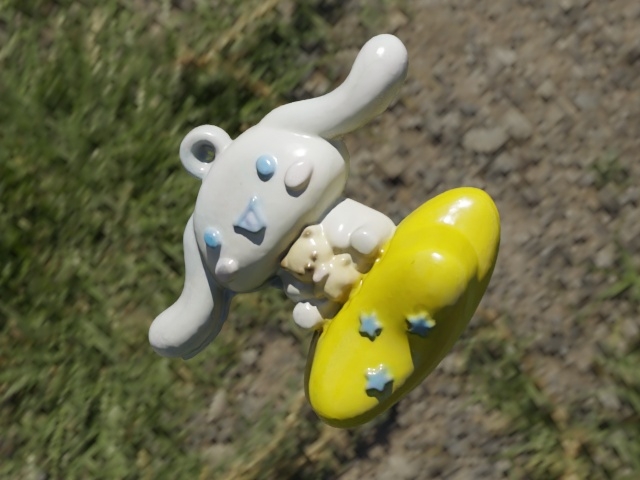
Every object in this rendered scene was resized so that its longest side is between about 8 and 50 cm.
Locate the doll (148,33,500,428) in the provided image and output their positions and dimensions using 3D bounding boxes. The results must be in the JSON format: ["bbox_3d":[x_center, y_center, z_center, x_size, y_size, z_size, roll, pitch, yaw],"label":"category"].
[{"bbox_3d":[0.004,-0.006,0.672,0.113,0.135,0.071,18,19,14],"label":"doll"}]
